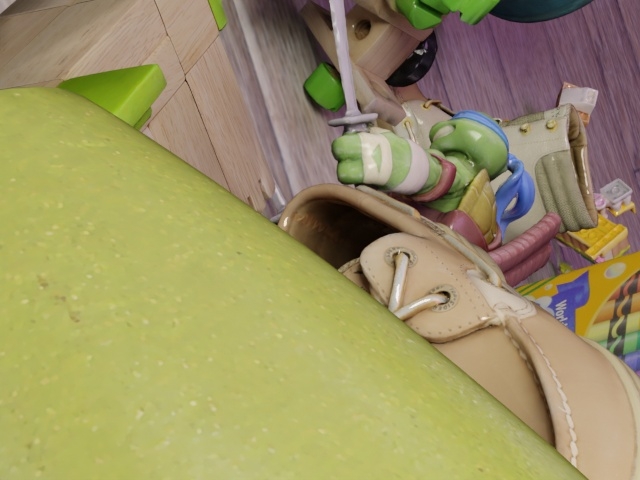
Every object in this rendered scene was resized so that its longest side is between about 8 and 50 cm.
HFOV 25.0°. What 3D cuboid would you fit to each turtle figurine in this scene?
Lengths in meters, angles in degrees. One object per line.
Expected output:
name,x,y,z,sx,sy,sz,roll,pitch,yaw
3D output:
turtle figurine,0.000,0.000,0.912,0.275,0.198,0.266,38,58,-30

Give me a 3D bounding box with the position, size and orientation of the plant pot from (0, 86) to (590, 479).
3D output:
plant pot,-0.044,0.107,0.420,0.293,0.275,0.275,55,25,15

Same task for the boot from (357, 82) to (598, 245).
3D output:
boot,0.125,-0.091,1.164,0.077,0.165,0.213,-25,97,-62

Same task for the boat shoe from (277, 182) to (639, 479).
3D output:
boat shoe,0.042,0.060,0.639,0.110,0.121,0.341,33,7,-18

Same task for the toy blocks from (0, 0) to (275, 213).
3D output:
toy blocks,-0.113,0.042,0.699,0.381,0.191,0.261,-62,138,-51

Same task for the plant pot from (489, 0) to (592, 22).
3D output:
plant pot,0.127,-0.355,1.244,0.255,0.272,0.271,14,61,-42

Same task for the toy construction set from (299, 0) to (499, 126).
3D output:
toy construction set,0.013,-0.227,1.044,0.309,0.237,0.257,49,28,12

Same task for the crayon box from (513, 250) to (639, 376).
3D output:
crayon box,0.197,0.106,1.014,0.083,0.323,0.203,57,32,-26

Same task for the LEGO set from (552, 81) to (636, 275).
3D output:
LEGO set,0.268,-0.029,1.451,0.287,0.132,0.107,-112,180,-47
